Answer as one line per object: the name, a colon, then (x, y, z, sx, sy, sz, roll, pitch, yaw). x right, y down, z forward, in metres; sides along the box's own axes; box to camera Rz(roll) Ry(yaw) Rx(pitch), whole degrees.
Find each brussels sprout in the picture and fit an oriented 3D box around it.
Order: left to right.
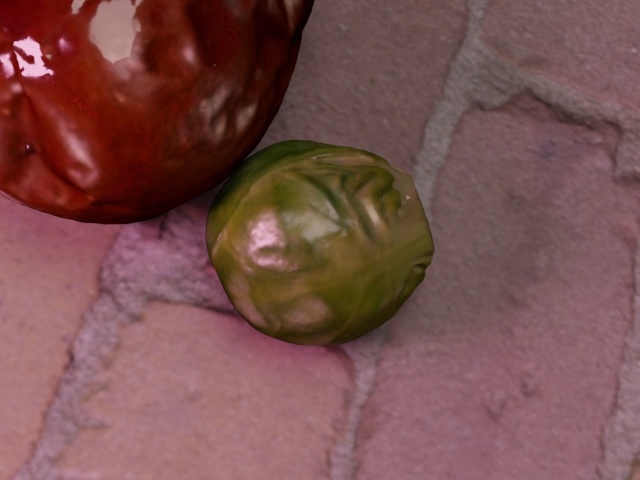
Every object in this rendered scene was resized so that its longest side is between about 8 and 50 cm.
brussels sprout: (0.000, -0.001, 0.816, 0.155, 0.117, 0.155, -3, 57, 4)

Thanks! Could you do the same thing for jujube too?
jujube: (-0.115, -0.152, 0.828, 0.223, 0.223, 0.318, 29, 49, 4)
